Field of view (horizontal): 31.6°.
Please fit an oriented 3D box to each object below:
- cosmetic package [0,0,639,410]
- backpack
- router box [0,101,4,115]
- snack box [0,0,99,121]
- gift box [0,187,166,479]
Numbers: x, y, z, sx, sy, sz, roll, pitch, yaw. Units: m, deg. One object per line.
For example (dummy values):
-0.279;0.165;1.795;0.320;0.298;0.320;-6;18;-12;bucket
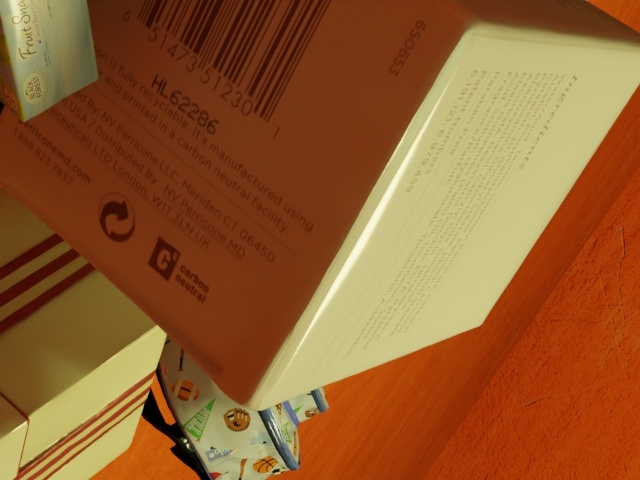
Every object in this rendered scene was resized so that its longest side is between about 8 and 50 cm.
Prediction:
0.013;-0.114;0.952;0.394;0.329;0.327;-10;134;-56;cosmetic package
-0.106;0.160;1.331;0.213;0.263;0.276;-22;136;7;backpack
-0.169;-0.206;1.012;0.308;0.081;0.243;-55;157;11;router box
-0.239;-0.204;0.729;0.070;0.207;0.174;-38;153;-27;snack box
-0.320;0.112;1.020;0.258;0.255;0.276;-37;154;-43;gift box
